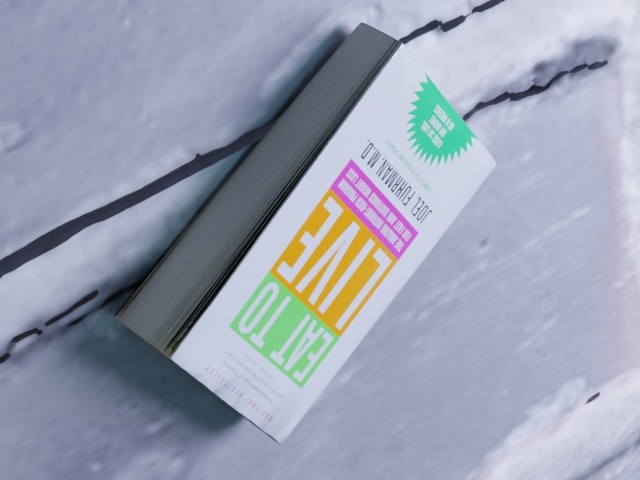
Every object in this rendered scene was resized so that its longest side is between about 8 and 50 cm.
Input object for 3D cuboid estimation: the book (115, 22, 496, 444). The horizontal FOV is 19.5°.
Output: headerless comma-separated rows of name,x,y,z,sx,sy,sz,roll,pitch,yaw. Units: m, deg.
book,0.000,0.000,0.718,0.144,0.035,0.096,-53,140,-6
